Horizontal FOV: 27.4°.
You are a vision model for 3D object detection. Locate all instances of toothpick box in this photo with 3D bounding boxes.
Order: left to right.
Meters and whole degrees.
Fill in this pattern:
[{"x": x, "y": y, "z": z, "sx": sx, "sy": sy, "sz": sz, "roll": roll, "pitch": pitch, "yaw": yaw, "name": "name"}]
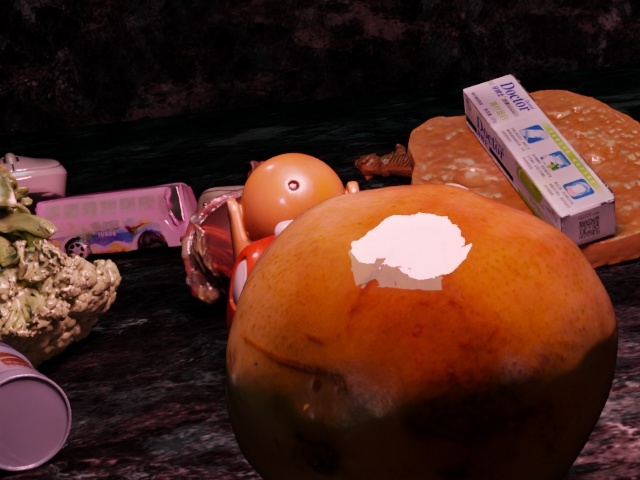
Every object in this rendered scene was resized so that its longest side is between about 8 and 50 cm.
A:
[{"x": -0.325, "y": 0.166, "z": 1.341, "sx": 0.101, "sy": 0.101, "sz": 0.153, "roll": -14, "pitch": 15, "yaw": -27, "name": "toothpick box"}]

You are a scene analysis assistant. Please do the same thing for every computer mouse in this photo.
[{"x": -0.533, "y": -0.090, "z": 2.293, "sx": 0.184, "sy": 0.121, "sz": 0.297, "roll": -9, "pitch": -16, "yaw": -10, "name": "computer mouse"}]

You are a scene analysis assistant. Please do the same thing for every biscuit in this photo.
[{"x": 0.315, "y": -0.081, "z": 1.865, "sx": 0.365, "sy": 0.062, "sz": 0.385, "roll": -14, "pitch": 39, "yaw": -6, "name": "biscuit"}]

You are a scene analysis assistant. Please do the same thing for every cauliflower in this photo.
[{"x": -0.390, "y": 0.034, "z": 1.618, "sx": 0.275, "sy": 0.250, "sz": 0.272, "roll": -9, "pitch": 11, "yaw": 13, "name": "cauliflower"}]

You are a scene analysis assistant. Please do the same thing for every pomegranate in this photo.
[{"x": 0.082, "y": 0.095, "z": 1.030, "sx": 0.319, "sy": 0.319, "sz": 0.319, "roll": -7, "pitch": 13, "yaw": 2, "name": "pomegranate"}]

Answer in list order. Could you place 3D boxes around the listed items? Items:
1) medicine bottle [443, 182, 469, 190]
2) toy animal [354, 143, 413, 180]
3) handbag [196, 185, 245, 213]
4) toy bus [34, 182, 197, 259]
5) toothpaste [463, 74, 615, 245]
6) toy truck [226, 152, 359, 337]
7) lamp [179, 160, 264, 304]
[{"x": 0.089, "y": 0.013, "z": 1.670, "sx": 0.258, "sy": 0.143, "sz": 0.143, "roll": -18, "pitch": 17, "yaw": -40, "name": "medicine bottle"}, {"x": 0.178, "y": -0.144, "z": 2.494, "sx": 0.241, "sy": 0.056, "sz": 0.099, "roll": 5, "pitch": 25, "yaw": 38, "name": "toy animal"}, {"x": -0.033, "y": -0.057, "z": 2.129, "sx": 0.241, "sy": 0.109, "sz": 0.315, "roll": 5, "pitch": 14, "yaw": 39, "name": "handbag"}, {"x": -0.331, "y": -0.027, "z": 2.152, "sx": 0.274, "sy": 0.112, "sz": 0.090, "roll": -6, "pitch": 4, "yaw": 14, "name": "toy bus"}, {"x": 0.298, "y": -0.115, "z": 1.810, "sx": 0.081, "sy": 0.067, "sz": 0.336, "roll": -18, "pitch": 39, "yaw": -8, "name": "toothpaste"}, {"x": -0.017, "y": 0.034, "z": 1.429, "sx": 0.189, "sy": 0.239, "sz": 0.265, "roll": -9, "pitch": 14, "yaw": -4, "name": "toy truck"}, {"x": -0.066, "y": 0.007, "z": 1.733, "sx": 0.215, "sy": 0.223, "sz": 0.151, "roll": 36, "pitch": 4, "yaw": -7, "name": "lamp"}]
